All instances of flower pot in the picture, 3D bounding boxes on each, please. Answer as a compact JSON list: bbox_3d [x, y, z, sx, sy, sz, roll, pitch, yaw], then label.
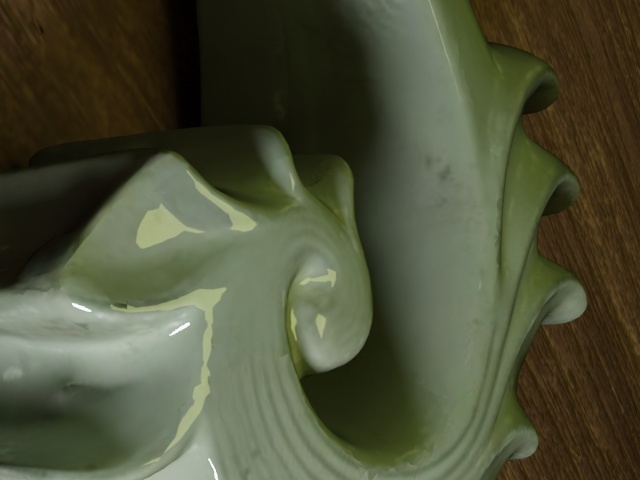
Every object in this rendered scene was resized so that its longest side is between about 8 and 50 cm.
[{"bbox_3d":[0.000,0.000,0.549,0.254,0.165,0.367,56,45,-32],"label":"flower pot"}]
